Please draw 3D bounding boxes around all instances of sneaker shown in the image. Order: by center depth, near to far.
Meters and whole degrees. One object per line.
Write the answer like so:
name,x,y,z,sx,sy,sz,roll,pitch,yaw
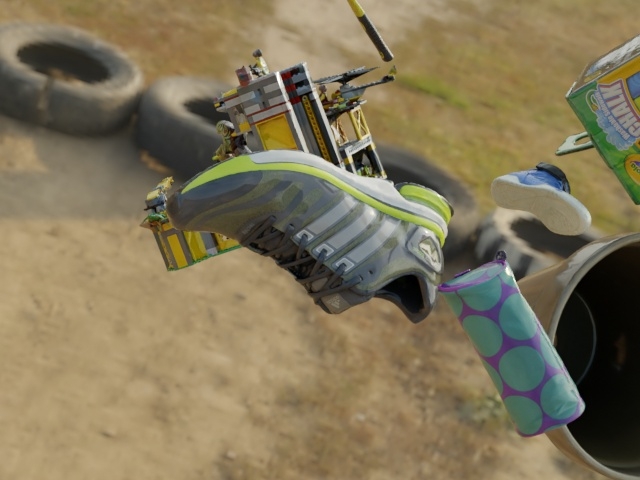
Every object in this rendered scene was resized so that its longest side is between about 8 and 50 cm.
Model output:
sneaker,0.000,0.000,1.334,0.300,0.111,0.121,10,63,-29
sneaker,0.291,-0.054,1.810,0.084,0.058,0.152,-22,28,-34

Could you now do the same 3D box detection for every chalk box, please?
chalk box,0.445,-0.175,1.922,0.179,0.289,0.180,55,28,-7

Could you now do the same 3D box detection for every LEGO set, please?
LEGO set,-0.070,-0.111,1.657,0.255,0.192,0.331,-17,7,31

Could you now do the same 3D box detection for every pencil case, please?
pencil case,0.160,0.089,1.225,0.152,0.064,0.070,61,-3,-9

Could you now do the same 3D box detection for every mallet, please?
mallet,0.053,-0.290,1.859,0.062,0.039,0.190,26,-18,50

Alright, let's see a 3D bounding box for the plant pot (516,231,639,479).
plant pot,0.369,0.143,1.972,0.323,0.323,0.280,13,-3,-22
